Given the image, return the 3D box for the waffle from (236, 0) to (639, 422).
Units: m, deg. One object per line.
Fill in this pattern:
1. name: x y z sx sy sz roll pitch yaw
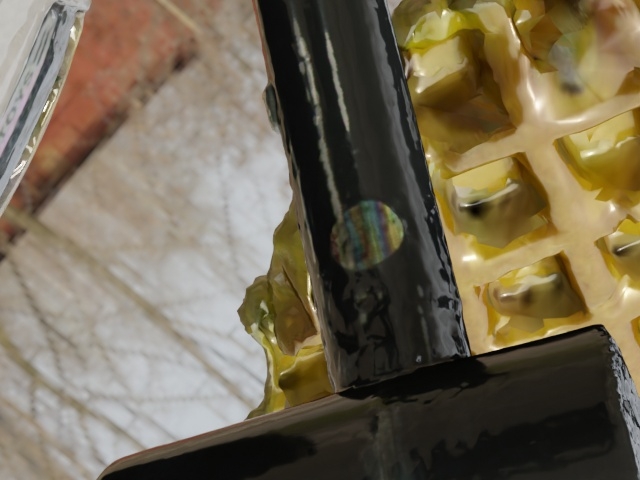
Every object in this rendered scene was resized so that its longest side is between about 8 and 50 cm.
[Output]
1. waffle: 0.125 0.017 0.699 0.068 0.302 0.325 -102 -148 -49

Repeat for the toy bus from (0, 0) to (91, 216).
1. toy bus: -0.217 -0.096 0.379 0.097 0.342 0.138 -64 -166 0

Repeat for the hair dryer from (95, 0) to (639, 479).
1. hair dryer: 0.000 0.000 0.391 0.124 0.219 0.071 -14 160 11
